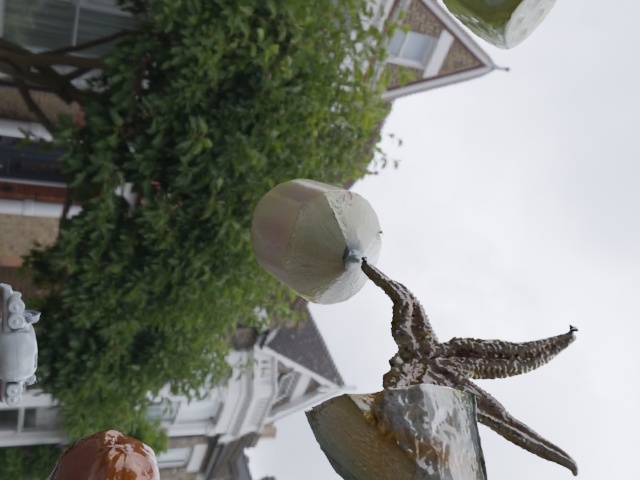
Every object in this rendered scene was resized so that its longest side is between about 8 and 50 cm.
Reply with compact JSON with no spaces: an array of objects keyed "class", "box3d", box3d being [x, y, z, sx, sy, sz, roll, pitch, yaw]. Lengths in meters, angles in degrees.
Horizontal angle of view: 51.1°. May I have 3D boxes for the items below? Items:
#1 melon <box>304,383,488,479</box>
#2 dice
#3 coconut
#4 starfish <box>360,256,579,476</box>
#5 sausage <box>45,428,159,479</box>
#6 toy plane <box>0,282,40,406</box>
[{"class":"melon","box3d":[0.091,0.172,0.571,0.202,0.139,0.093,38,-32,25]},{"class":"dice","box3d":[0.343,-0.480,1.274,0.169,0.166,0.169,44,-77,21]},{"class":"coconut","box3d":[0.000,0.000,1.336,0.244,0.239,0.239,30,-67,50]},{"class":"starfish","box3d":[0.208,0.178,1.045,0.398,0.384,0.132,-53,151,-65]},{"class":"sausage","box3d":[-0.271,0.318,0.789,0.258,0.133,0.133,-46,-135,38]},{"class":"toy plane","box3d":[-0.637,0.211,1.363,0.252,0.118,0.252,0,-90,58]}]
